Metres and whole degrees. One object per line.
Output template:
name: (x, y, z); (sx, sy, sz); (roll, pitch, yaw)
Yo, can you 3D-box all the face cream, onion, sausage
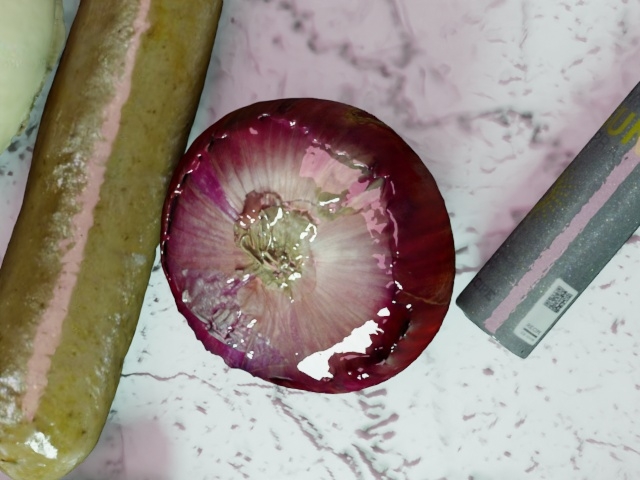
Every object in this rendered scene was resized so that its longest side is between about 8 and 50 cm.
face cream: (0.219, -0.036, 1.080); (0.073, 0.073, 0.283); (41, 98, 11)
onion: (-0.007, 0.005, 1.092); (0.248, 0.161, 0.248); (-3, 83, 23)
sausage: (-0.180, -0.046, 1.148); (0.123, 0.136, 0.501); (17, 91, -1)

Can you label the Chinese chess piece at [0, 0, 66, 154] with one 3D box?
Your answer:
Chinese chess piece: (-0.368, -0.186, 1.151); (0.338, 0.140, 0.338); (-7, 77, 32)
